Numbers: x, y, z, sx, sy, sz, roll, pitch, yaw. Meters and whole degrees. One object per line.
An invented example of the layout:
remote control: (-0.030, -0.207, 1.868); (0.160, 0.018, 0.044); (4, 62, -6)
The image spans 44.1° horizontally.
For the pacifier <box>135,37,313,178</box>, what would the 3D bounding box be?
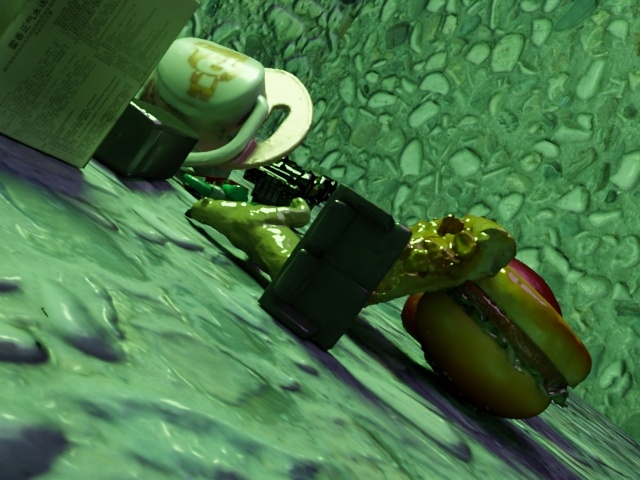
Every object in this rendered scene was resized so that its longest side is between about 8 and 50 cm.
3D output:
pacifier: (-0.173, -0.209, 1.275); (0.332, 0.220, 0.273); (24, 2, 14)

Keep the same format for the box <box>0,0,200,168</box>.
box: (-0.245, -0.196, 0.745); (0.095, 0.212, 0.168); (40, 5, 27)

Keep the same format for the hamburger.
hamburger: (0.232, 0.140, 1.056); (0.246, 0.170, 0.246); (48, 3, -4)

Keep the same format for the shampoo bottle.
shampoo bottle: (-0.223, -0.130, 1.018); (0.079, 0.080, 0.246); (37, 5, 0)

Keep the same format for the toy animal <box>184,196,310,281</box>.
toy animal: (-0.057, 0.007, 0.914); (0.101, 0.103, 0.219); (-8, 42, -47)

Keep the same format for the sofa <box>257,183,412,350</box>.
sofa: (0.015, 0.026, 0.774); (0.085, 0.147, 0.060); (37, 2, 18)

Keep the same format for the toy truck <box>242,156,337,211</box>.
toy truck: (-0.066, -0.091, 1.474); (0.127, 0.127, 0.257); (29, 4, 10)

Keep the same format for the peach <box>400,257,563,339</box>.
peach: (0.291, 0.149, 1.334); (0.274, 0.245, 0.249); (47, 35, 10)

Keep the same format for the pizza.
pizza: (0.088, 0.025, 1.000); (0.226, 0.086, 0.336); (-20, 8, -35)

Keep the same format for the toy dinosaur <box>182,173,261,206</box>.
toy dinosaur: (-0.135, -0.050, 1.075); (0.132, 0.059, 0.096); (38, -10, -34)

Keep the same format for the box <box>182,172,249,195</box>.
box: (-0.152, -0.076, 1.144); (0.082, 0.023, 0.051); (9, -8, 30)

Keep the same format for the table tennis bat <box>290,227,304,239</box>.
table tennis bat: (-0.003, 0.022, 1.432); (0.173, 0.022, 0.301); (37, 3, 23)
